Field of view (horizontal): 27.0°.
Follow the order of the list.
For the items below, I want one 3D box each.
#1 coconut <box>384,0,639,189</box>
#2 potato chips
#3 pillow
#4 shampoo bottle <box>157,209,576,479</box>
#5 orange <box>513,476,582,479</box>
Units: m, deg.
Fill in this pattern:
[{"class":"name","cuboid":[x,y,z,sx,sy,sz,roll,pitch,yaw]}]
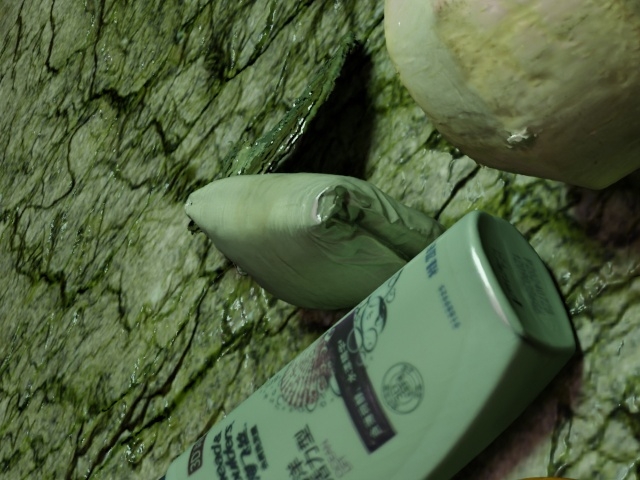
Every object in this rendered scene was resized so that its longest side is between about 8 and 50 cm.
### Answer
[{"class":"coconut","cuboid":[0.155,-0.150,0.762,0.237,0.237,0.197,-37,7,34]},{"class":"potato chips","cuboid":[-0.046,-0.079,1.102,0.220,0.029,0.202,-42,16,45]},{"class":"pillow","cuboid":[0.000,0.000,0.944,0.181,0.134,0.078,1,65,51]},{"class":"shampoo bottle","cuboid":[0.009,0.136,0.885,0.359,0.078,0.134,-42,50,29]},{"class":"orange","cuboid":[0.115,0.224,0.601,0.240,0.171,0.240,-29,55,54]}]
